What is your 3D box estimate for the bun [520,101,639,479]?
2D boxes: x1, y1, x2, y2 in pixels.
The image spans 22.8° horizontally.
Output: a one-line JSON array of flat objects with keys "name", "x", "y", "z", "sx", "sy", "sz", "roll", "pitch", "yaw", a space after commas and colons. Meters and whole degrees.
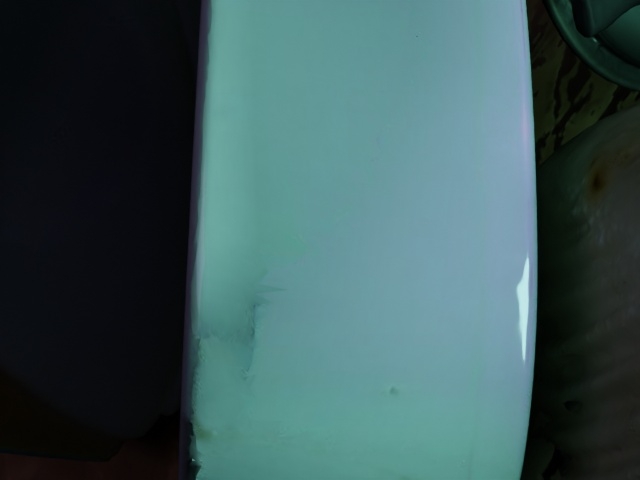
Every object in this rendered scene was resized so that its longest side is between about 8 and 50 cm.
[{"name": "bun", "x": 0.148, "y": 0.078, "z": 0.525, "sx": 0.273, "sy": 0.168, "sz": 0.273, "roll": 168, "pitch": 90, "yaw": -77}]

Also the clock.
[{"name": "clock", "x": 0.000, "y": 0.000, "z": 0.615, "sx": 0.338, "sy": 0.102, "sz": 0.339, "roll": -178, "pitch": 90, "yaw": -85}]

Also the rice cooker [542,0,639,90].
[{"name": "rice cooker", "x": 0.189, "y": -0.154, "z": 0.543, "sx": 0.227, "sy": 0.241, "sz": 0.280, "roll": 21, "pitch": 53, "yaw": 39}]

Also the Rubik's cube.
[{"name": "Rubik's cube", "x": -0.239, "y": -0.109, "z": 0.836, "sx": 0.351, "sy": 0.352, "sz": 0.347, "roll": 24, "pitch": 93, "yaw": 46}]
